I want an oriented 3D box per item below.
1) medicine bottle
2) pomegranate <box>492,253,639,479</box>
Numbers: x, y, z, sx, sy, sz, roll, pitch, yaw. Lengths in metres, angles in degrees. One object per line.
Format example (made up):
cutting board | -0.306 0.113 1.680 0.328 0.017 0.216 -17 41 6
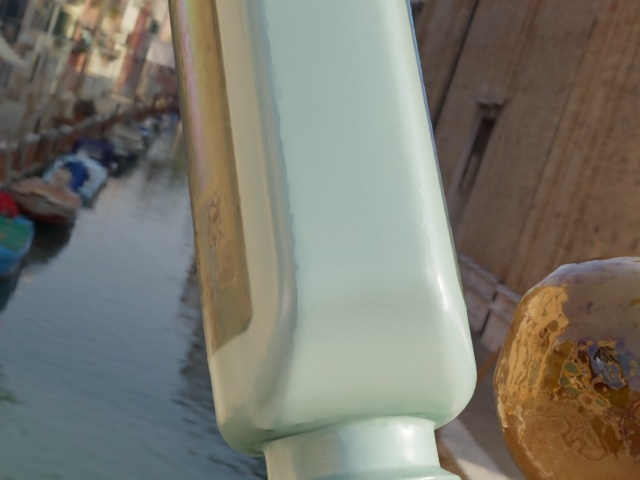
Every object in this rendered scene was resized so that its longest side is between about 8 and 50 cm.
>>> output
medicine bottle | 0.000 0.000 0.382 0.083 0.229 0.121 -6 -17 -11
pomegranate | 0.264 0.130 0.989 0.248 0.248 0.248 18 5 -2
